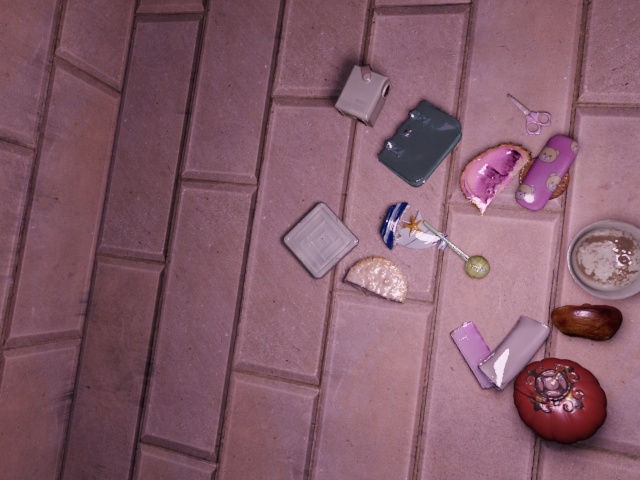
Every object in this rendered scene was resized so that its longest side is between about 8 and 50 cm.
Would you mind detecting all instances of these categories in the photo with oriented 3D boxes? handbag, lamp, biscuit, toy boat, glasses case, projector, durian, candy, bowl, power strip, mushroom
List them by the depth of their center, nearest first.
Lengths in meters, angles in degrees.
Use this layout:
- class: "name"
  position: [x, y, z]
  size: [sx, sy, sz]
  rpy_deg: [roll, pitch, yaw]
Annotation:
- class: "lamp"
  position: [0.861, 0.574, 1.617]
  size: [0.303, 0.257, 0.303]
  rpy_deg: [-22, 42, 21]
- class: "mushroom"
  position: [0.981, 0.304, 1.648]
  size: [0.232, 0.194, 0.138]
  rpy_deg: [-5, 83, 26]
- class: "bowl"
  position: [1.061, 0.072, 1.670]
  size: [0.290, 0.146, 0.289]
  rpy_deg: [-1, 86, 15]
- class: "glasses case"
  position: [0.752, 0.436, 1.744]
  size: [0.308, 0.083, 0.128]
  rpy_deg: [-46, 62, -6]
- class: "glasses case"
  position: [0.889, -0.266, 1.757]
  size: [0.123, 0.076, 0.316]
  rpy_deg: [32, 94, 15]
- class: "biscuit"
  position: [0.904, -0.251, 1.807]
  size: [0.188, 0.027, 0.187]
  rpy_deg: [-2, 83, 15]
- class: "power strip"
  position: [0.638, 0.464, 1.809]
  size: [0.109, 0.037, 0.278]
  rpy_deg: [-32, 77, 10]
- class: "durian"
  position: [0.696, -0.271, 1.831]
  size: [0.191, 0.112, 0.341]
  rpy_deg: [39, 88, 25]
- class: "candy"
  position: [0.554, 0.029, 1.848]
  size: [0.335, 0.092, 0.093]
  rpy_deg: [44, 125, 14]
- class: "toy boat"
  position: [0.412, -0.035, 1.925]
  size: [0.291, 0.067, 0.220]
  rpy_deg: [21, 91, 6]
- class: "biscuit"
  position: [0.244, 0.156, 1.927]
  size: [0.281, 0.084, 0.179]
  rpy_deg: [15, 90, 17]
- class: "handbag"
  position: [0.431, -0.416, 1.928]
  size: [0.238, 0.089, 0.326]
  rpy_deg: [40, 96, 17]
- class: "projector"
  position: [0.197, -0.648, 1.977]
  size: [0.177, 0.163, 0.242]
  rpy_deg: [27, 95, 15]
- class: "lamp"
  position: [0.000, 0.000, 2.031]
  size: [0.269, 0.047, 0.266]
  rpy_deg: [-44, 77, 8]

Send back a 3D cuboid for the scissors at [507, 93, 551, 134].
- class: "scissors"
  position: [0.852, -0.530, 1.850]
  size: [0.110, 0.021, 0.212]
  rpy_deg: [-43, 75, 11]
